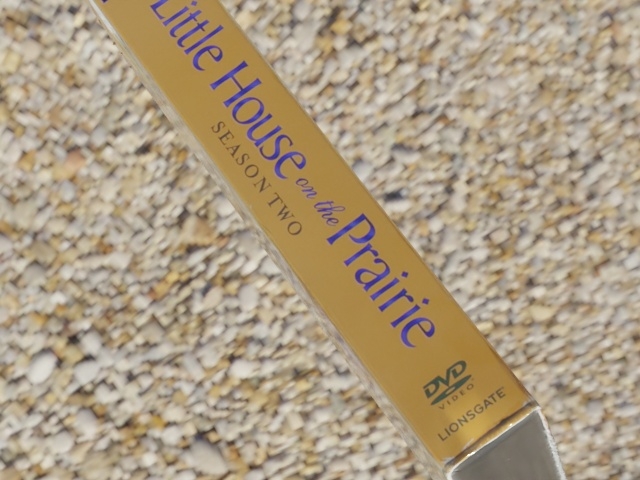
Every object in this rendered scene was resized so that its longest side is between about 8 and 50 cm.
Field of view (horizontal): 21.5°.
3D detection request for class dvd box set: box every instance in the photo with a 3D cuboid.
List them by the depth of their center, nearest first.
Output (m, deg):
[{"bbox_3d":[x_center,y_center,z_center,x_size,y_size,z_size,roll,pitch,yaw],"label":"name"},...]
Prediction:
[{"bbox_3d":[0.000,0.000,1.009,0.062,0.307,0.420,-36,64,-3],"label":"dvd box set"}]
